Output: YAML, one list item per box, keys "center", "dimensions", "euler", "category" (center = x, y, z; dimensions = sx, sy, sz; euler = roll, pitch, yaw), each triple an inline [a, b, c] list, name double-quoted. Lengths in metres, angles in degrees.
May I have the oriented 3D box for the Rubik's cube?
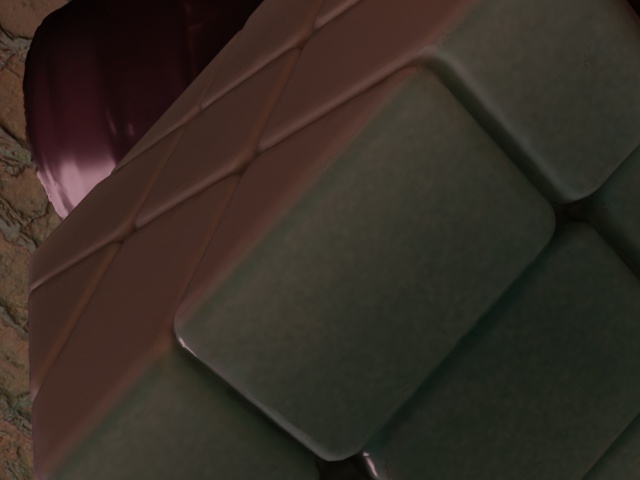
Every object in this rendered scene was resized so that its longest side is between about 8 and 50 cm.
- center: [0.047, 0.037, 0.547]
  dimensions: [0.316, 0.322, 0.319]
  euler: [41, 179, -23]
  category: "Rubik's cube"

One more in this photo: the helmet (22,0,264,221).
- center: [-0.072, -0.116, 0.782]
  dimensions: [0.197, 0.270, 0.338]
  euler: [-6, -176, 42]
  category: "helmet"
